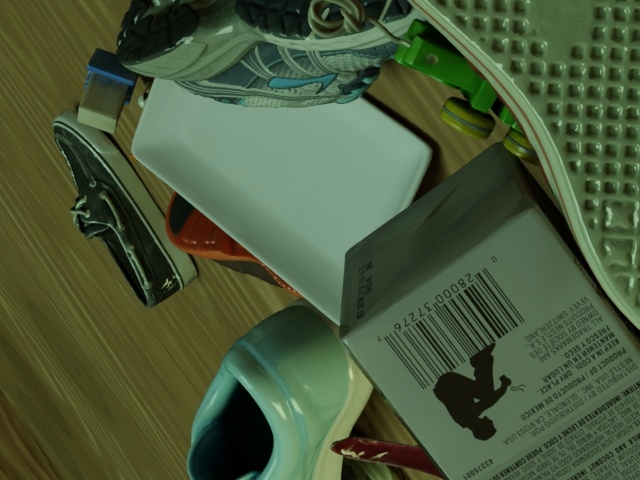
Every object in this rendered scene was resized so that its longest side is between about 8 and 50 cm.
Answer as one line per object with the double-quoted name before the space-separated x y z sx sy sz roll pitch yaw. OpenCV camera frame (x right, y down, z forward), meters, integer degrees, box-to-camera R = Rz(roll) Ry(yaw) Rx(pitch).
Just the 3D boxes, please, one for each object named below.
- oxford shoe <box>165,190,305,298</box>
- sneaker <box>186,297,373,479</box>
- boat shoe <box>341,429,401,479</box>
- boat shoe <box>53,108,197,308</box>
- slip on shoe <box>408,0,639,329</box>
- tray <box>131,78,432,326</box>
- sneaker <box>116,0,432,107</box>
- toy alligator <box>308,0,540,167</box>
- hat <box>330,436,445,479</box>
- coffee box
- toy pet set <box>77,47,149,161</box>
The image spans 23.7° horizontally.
"oxford shoe" 0.000 0.000 1.154 0.098 0.096 0.271 28 173 -42
"sneaker" -0.066 0.195 1.343 0.135 0.150 0.365 43 139 32
"boat shoe" -0.008 0.205 1.462 0.223 0.073 0.080 35 152 40
"boat shoe" -0.214 -0.033 1.547 0.219 0.070 0.078 54 159 1
"slip on shoe" 0.139 -0.070 0.711 0.331 0.123 0.101 50 -167 -3
"tray" -0.030 -0.064 1.088 0.270 0.030 0.145 38 114 37
"sneaker" 0.004 -0.138 0.915 0.122 0.110 0.283 27 163 -37
"toy alligator" 0.079 -0.089 0.794 0.190 0.056 0.051 24 -163 -12
"hat" 0.136 0.181 0.962 0.208 0.184 0.173 47 158 19
"coffee box" 0.144 0.110 0.805 0.297 0.119 0.168 52 -170 -11
"toy pet set" -0.153 -0.118 1.336 0.114 0.065 0.122 20 162 -6
